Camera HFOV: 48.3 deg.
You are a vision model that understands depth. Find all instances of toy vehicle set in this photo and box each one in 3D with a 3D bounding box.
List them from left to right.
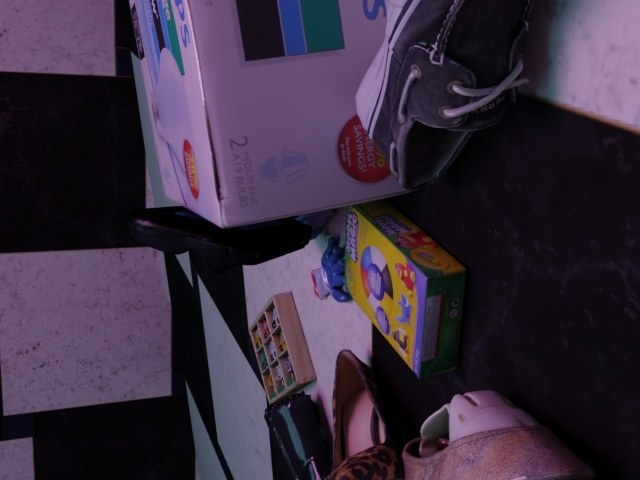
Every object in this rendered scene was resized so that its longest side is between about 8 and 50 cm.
[{"bbox_3d":[-0.080,0.216,1.384,0.267,0.035,0.166,126,129,-64],"label":"toy vehicle set"}]

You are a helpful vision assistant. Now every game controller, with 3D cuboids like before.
[{"bbox_3d":[-0.119,-0.016,0.935,0.319,0.166,0.067,-18,-51,-77],"label":"game controller"}]

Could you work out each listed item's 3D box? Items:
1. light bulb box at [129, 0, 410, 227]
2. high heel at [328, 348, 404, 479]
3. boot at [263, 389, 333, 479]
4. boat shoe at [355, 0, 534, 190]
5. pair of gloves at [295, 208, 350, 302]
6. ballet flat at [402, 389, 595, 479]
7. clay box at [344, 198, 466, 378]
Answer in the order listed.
[{"bbox_3d":[-0.082,-0.222,0.859,0.361,0.225,0.358,-160,60,-68],"label":"light bulb box"},{"bbox_3d":[0.033,0.217,0.869,0.186,0.093,0.261,67,-170,17],"label":"high heel"},{"bbox_3d":[-0.039,0.398,1.285,0.207,0.094,0.246,65,150,23],"label":"boot"},{"bbox_3d":[0.113,-0.143,0.564,0.335,0.121,0.119,104,142,-72],"label":"boat shoe"},{"bbox_3d":[0.000,0.000,1.062,0.159,0.023,0.198,143,113,-68],"label":"pair of gloves"},{"bbox_3d":[0.142,0.202,0.678,0.316,0.107,0.106,122,146,-62],"label":"ballet flat"},{"bbox_3d":[0.081,0.038,0.814,0.222,0.053,0.128,-133,37,-54],"label":"clay box"}]
